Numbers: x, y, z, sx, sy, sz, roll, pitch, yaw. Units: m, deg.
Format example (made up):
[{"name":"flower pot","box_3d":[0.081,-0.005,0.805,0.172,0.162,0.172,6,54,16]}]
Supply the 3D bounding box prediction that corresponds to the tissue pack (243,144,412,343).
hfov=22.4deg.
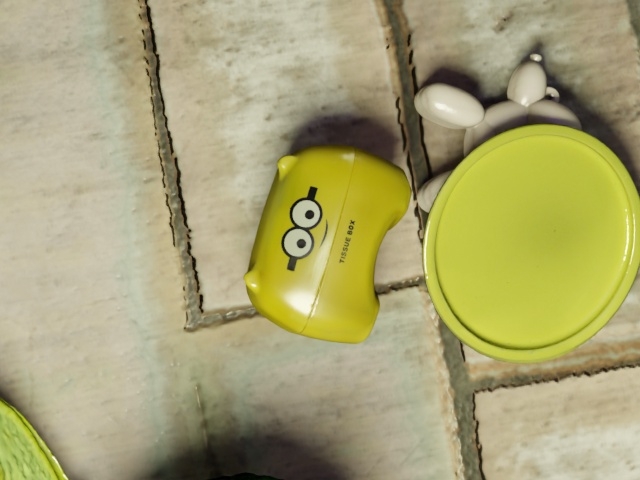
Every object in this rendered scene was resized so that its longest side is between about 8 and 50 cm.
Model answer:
[{"name":"tissue pack","box_3d":[0.000,0.000,1.482,0.127,0.123,0.178,18,84,-9]}]

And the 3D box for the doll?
[{"name":"doll","box_3d":[0.172,-0.102,1.554,0.160,0.059,0.161,1,86,-11]}]

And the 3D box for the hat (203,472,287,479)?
[{"name":"hat","box_3d":[-0.033,0.348,1.389,0.332,0.274,0.242,32,50,-46]}]

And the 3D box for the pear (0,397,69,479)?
[{"name":"pear","box_3d":[-0.372,0.254,1.359,0.282,0.286,0.176,-27,71,12]}]

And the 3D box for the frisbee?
[{"name":"frisbee","box_3d":[0.204,0.003,1.543,0.236,0.017,0.236,-4,104,-18]}]
